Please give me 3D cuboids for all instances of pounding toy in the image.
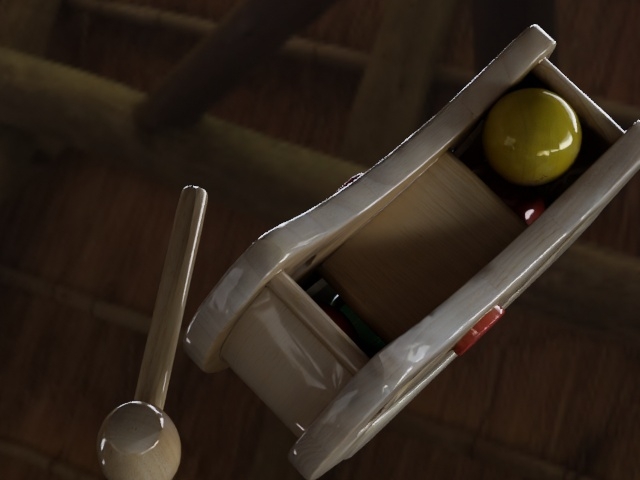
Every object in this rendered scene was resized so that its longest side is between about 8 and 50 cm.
[{"bbox_3d":[0.000,0.000,0.605,0.269,0.154,0.155,-43,-101,-11],"label":"pounding toy"}]
